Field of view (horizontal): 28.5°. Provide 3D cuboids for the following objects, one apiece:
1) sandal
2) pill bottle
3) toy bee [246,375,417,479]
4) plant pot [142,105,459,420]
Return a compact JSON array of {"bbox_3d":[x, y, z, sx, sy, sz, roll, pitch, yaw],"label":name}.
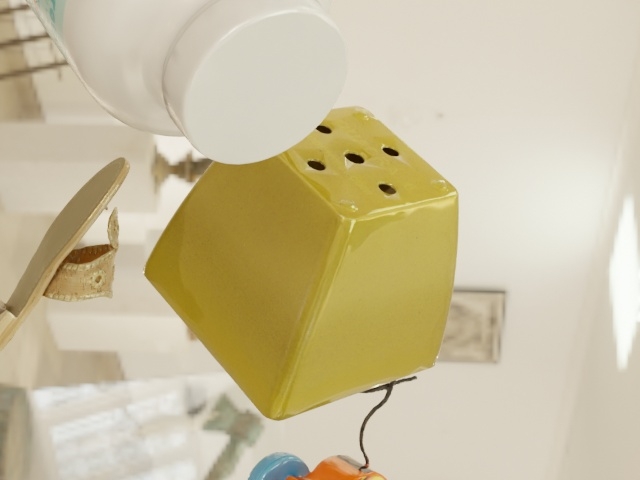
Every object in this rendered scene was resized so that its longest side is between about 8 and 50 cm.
[{"bbox_3d":[-0.231,0.037,1.168,0.240,0.079,0.088,-50,-156,-1],"label":"sandal"},{"bbox_3d":[-0.090,-0.156,0.683,0.264,0.146,0.146,52,-23,37],"label":"pill bottle"},{"bbox_3d":[0.015,0.269,1.195,0.162,0.298,0.195,52,1,-36],"label":"toy bee"},{"bbox_3d":[0.000,0.000,1.124,0.212,0.212,0.187,45,-49,31],"label":"plant pot"}]
